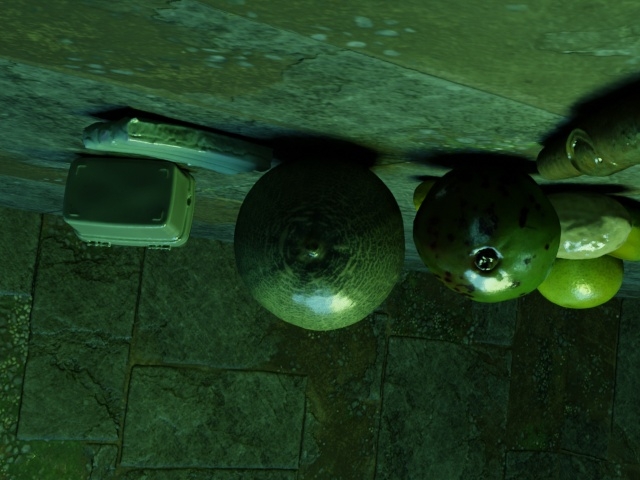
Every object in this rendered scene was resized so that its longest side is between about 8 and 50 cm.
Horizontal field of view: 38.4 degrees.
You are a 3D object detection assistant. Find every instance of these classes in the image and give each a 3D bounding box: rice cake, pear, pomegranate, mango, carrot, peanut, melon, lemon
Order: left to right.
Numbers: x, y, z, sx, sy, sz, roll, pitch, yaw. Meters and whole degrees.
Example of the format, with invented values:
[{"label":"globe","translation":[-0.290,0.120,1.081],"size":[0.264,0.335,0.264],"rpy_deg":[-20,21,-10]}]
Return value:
[{"label":"rice cake","translation":[-0.190,-0.128,1.244],"size":[0.237,0.043,0.127],"rpy_deg":[10,173,-40]},{"label":"melon","translation":[0.000,0.000,1.316],"size":[0.249,0.248,0.329],"rpy_deg":[6,-176,0]},{"label":"lemon","translation":[0.175,-0.064,1.429],"size":[0.062,0.062,0.083],"rpy_deg":[5,173,14]},{"label":"pomegranate","translation":[0.234,-0.021,1.280],"size":[0.202,0.202,0.248],"rpy_deg":[5,-158,8]},{"label":"peanut","translation":[0.353,-0.022,1.408],"size":[0.257,0.123,0.124],"rpy_deg":[0,172,38]},{"label":"pear","translation":[0.485,0.038,1.771],"size":[0.216,0.166,0.180],"rpy_deg":[39,168,-38]},{"label":"carrot","translation":[0.282,-0.096,0.959],"size":[0.070,0.070,0.342],"rpy_deg":[6,176,-4]},{"label":"mango","translation":[0.481,-0.020,1.487],"size":[0.191,0.085,0.122],"rpy_deg":[23,175,-41]}]

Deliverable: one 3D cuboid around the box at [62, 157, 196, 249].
[{"label":"box","translation":[-0.325,-0.064,1.570],"size":[0.210,0.147,0.129],"rpy_deg":[3,167,7]}]
